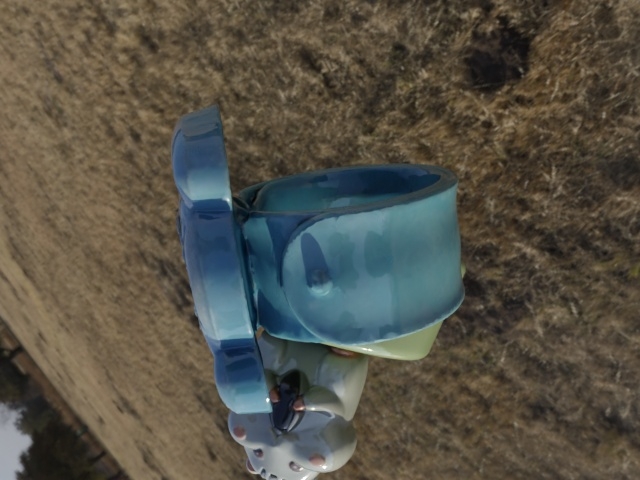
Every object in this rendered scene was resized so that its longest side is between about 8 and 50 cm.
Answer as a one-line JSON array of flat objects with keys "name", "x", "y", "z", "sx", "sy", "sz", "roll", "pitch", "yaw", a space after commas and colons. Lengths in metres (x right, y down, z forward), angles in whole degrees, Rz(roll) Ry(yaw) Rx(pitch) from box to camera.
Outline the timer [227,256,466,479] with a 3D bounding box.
[{"name": "timer", "x": -0.008, "y": 0.133, "z": 0.734, "sx": 0.291, "sy": 0.315, "sz": 0.291, "roll": 15, "pitch": 177, "yaw": 1}]

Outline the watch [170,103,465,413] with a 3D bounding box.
[{"name": "watch", "x": 0.000, "y": 0.000, "z": 0.448, "sx": 0.211, "sy": 0.193, "sz": 0.211, "roll": 170, "pitch": 90, "yaw": -82}]
